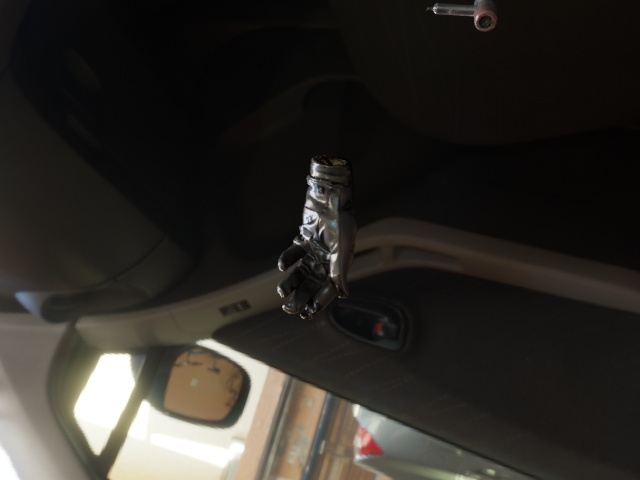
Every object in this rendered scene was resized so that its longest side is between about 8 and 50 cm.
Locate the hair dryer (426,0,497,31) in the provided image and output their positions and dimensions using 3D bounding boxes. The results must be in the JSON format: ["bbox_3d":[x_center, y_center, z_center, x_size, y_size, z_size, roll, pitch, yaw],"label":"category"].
[{"bbox_3d":[0.230,-0.374,1.081,0.114,0.063,0.037,6,135,7],"label":"hair dryer"}]

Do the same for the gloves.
[{"bbox_3d":[0.008,-0.004,1.122,0.142,0.286,0.119,17,180,41],"label":"gloves"}]
